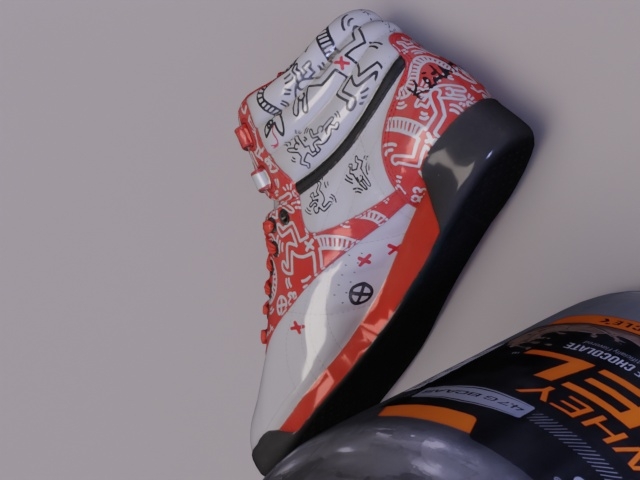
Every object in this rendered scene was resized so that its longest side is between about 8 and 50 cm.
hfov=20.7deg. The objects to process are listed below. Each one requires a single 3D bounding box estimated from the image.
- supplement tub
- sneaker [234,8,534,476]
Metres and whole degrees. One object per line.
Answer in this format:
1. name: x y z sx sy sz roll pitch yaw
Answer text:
1. supplement tub: 0.095 0.157 0.818 0.207 0.338 0.207 11 109 34
2. sneaker: 0.001 -0.001 1.007 0.145 0.090 0.270 43 120 21
